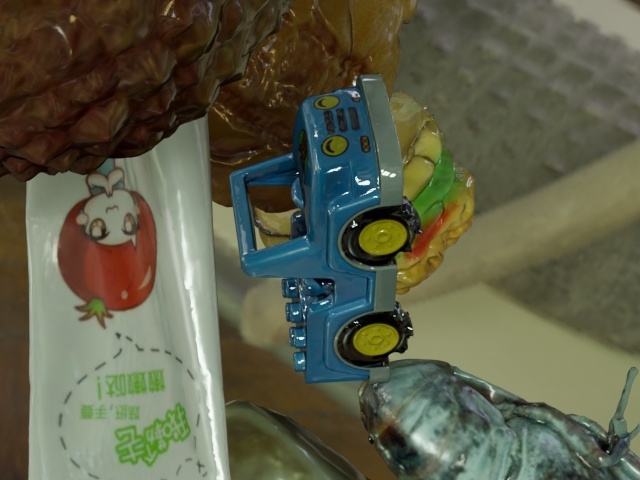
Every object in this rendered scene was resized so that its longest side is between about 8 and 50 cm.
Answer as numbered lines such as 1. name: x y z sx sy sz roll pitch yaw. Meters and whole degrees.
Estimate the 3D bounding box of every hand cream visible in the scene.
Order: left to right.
1. hand cream: -0.094 -0.010 0.805 0.076 0.121 0.336 8 78 -55

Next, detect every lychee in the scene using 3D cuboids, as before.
1. lychee: -0.108 -0.140 0.616 0.236 0.271 0.236 30 26 -16

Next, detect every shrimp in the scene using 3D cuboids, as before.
1. shrimp: 0.190 0.181 1.180 0.372 0.172 0.137 33 11 -19

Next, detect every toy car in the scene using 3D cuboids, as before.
1. toy car: 0.000 0.000 1.014 0.100 0.191 0.097 -4 44 -7

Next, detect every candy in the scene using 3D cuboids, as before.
1. candy: 0.005 0.199 1.111 0.234 0.102 0.104 41 6 1

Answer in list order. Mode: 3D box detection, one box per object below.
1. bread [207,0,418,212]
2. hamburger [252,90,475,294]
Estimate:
1. bread: -0.060 -0.154 1.292 0.270 0.270 0.148 -9 22 -28
2. hamburger: 0.055 -0.033 1.787 0.149 0.237 0.237 51 34 -27
